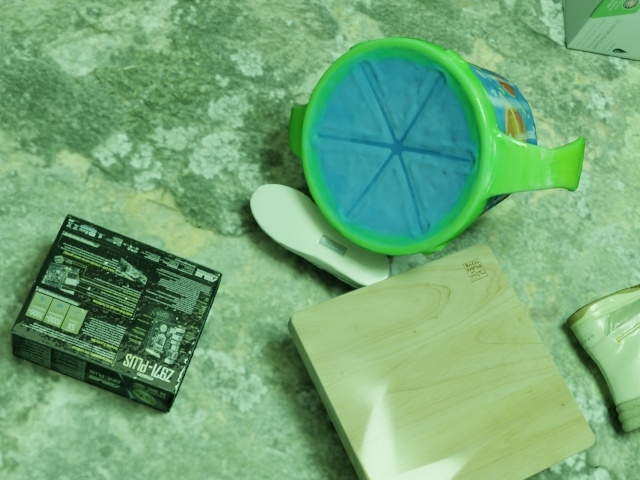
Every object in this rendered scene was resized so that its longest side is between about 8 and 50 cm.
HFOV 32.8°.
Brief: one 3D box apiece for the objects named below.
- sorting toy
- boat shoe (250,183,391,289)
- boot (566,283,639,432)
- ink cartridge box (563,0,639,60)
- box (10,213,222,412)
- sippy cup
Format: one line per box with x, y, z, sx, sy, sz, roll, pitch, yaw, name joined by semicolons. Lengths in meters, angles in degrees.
0.123;0.167;1.194;0.257;0.089;0.256;-19;71;-23;sorting toy
0.000;0.000;1.256;0.184;0.063;0.066;27;73;7;boat shoe
0.421;0.128;1.303;0.213;0.077;0.165;-18;71;-16;boot
0.465;-0.320;1.472;0.219;0.160;0.093;8;66;-11;ink cartridge box
-0.214;0.078;1.153;0.180;0.077;0.147;21;62;-5;box
0.132;-0.112;1.237;0.305;0.240;0.224;49;29;17;sippy cup
